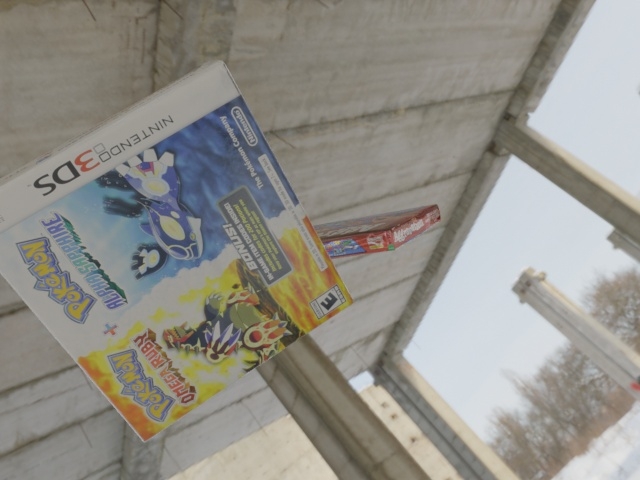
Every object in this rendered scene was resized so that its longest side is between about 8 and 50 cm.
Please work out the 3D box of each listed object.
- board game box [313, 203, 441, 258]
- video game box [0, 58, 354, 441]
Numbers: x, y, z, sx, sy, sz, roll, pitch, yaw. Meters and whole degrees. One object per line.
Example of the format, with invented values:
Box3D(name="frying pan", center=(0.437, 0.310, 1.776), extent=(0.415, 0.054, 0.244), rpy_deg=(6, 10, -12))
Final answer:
Box3D(name="board game box", center=(0.000, 0.000, 0.776), extent=(0.145, 0.281, 0.027), rpy_deg=(-28, -74, -55))
Box3D(name="video game box", center=(-0.100, 0.011, 0.413), extent=(0.187, 0.048, 0.205), rpy_deg=(-32, -65, -7))
